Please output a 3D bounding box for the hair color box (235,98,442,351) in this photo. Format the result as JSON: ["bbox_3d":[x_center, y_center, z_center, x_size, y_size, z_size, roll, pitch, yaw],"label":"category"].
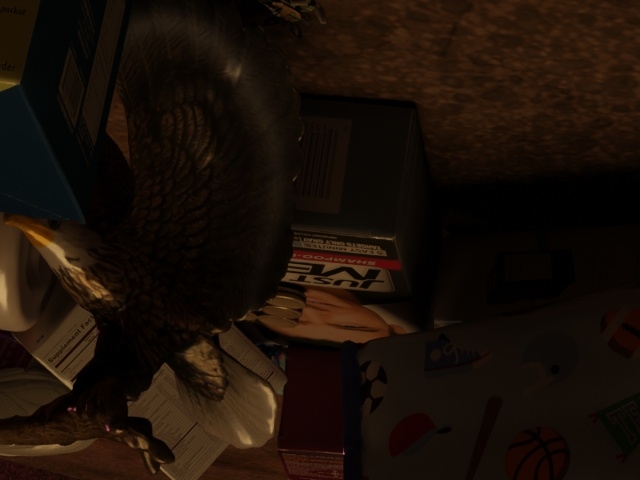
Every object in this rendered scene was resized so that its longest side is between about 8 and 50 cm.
[{"bbox_3d":[0.000,0.000,1.240,0.185,0.114,0.374,6,163,11],"label":"hair color box"}]

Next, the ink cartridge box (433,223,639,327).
[{"bbox_3d":[0.233,0.053,1.328,0.212,0.093,0.154,-1,161,31],"label":"ink cartridge box"}]

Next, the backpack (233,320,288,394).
[{"bbox_3d":[0.003,0.103,1.560,0.158,0.117,0.173,20,156,-35],"label":"backpack"}]

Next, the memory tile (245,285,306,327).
[{"bbox_3d":[-0.087,0.047,1.226,0.148,0.012,0.113,10,163,-2],"label":"memory tile"}]

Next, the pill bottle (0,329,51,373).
[{"bbox_3d":[-0.379,0.049,1.485,0.301,0.169,0.169,19,160,-27],"label":"pill bottle"}]

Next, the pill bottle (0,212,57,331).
[{"bbox_3d":[-0.394,-0.027,1.244,0.318,0.176,0.176,8,162,3],"label":"pill bottle"}]

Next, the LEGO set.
[{"bbox_3d":[-0.030,-0.156,0.929,0.083,0.023,0.054,19,163,13],"label":"LEGO set"}]

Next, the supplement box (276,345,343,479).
[{"bbox_3d":[0.005,0.182,1.444,0.080,0.104,0.188,4,162,4],"label":"supplement box"}]

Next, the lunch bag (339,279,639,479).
[{"bbox_3d":[0.241,0.196,1.218,0.327,0.239,0.385,-15,147,27],"label":"lunch bag"}]

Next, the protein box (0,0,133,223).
[{"bbox_3d":[-0.180,-0.141,0.737,0.136,0.201,0.200,8,163,2],"label":"protein box"}]

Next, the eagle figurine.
[{"bbox_3d":[-0.127,-0.005,0.972,0.226,0.298,0.225,8,160,7],"label":"eagle figurine"}]

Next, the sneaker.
[{"bbox_3d":[-0.339,0.182,1.403,0.262,0.099,0.121,12,-163,-24],"label":"sneaker"}]

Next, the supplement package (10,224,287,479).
[{"bbox_3d":[-0.176,0.101,1.382,0.203,0.149,0.194,46,170,-22],"label":"supplement package"}]
